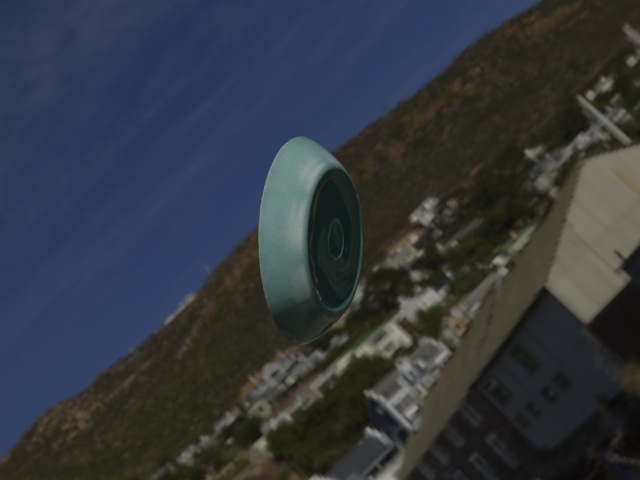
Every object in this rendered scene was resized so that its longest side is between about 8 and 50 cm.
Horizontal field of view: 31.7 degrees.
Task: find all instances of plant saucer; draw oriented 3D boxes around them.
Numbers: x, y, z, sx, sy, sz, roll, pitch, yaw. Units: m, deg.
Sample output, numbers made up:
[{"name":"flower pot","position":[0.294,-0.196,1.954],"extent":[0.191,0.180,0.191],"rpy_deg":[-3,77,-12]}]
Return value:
[{"name":"plant saucer","position":[0.000,0.000,0.644],"extent":[0.119,0.021,0.119],"rpy_deg":[0,-90,-67]}]
